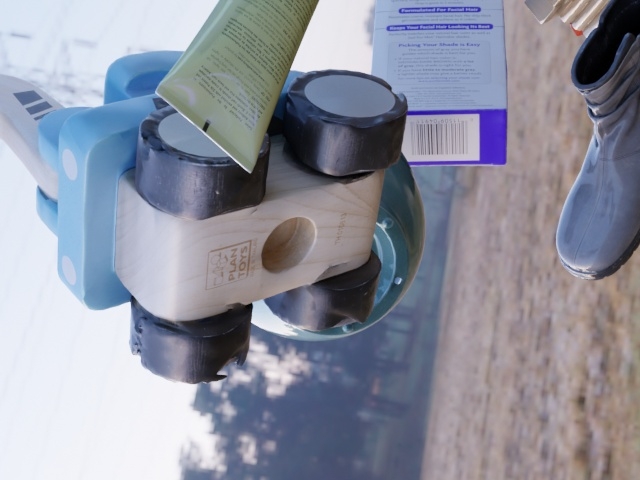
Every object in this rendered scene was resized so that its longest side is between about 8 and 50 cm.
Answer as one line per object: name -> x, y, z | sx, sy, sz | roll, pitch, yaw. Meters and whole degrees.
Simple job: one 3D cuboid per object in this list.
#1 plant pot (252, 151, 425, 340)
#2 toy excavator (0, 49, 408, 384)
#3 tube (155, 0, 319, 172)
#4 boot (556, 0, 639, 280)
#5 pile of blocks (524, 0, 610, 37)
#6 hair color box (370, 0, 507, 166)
plant pot -> 0.000, 0.000, 1.549 | 0.196, 0.293, 0.293 | -120, 36, -69
toy excavator -> -0.206, -0.077, 1.183 | 0.445, 0.433, 0.222 | 40, 135, 41
tube -> -0.042, -0.169, 0.954 | 0.062, 0.070, 0.240 | 94, -164, -58
boot -> 0.354, -0.139, 1.606 | 0.223, 0.118, 0.338 | 45, -116, -51
pile of blocks -> 0.443, -0.323, 1.851 | 0.112, 0.362, 0.149 | -52, 14, 56
hair color box -> 0.166, -0.248, 1.815 | 0.110, 0.185, 0.339 | 83, -171, -45
